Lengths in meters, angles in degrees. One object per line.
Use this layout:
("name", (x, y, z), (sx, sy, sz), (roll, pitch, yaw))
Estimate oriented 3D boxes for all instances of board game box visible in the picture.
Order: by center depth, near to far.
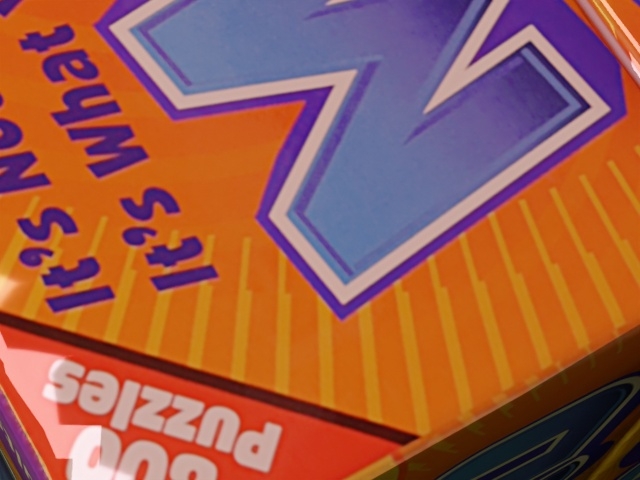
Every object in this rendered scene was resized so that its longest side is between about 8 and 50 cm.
("board game box", (0.004, -0.067, 0.612), (0.356, 0.356, 0.356), (57, 163, 18))
